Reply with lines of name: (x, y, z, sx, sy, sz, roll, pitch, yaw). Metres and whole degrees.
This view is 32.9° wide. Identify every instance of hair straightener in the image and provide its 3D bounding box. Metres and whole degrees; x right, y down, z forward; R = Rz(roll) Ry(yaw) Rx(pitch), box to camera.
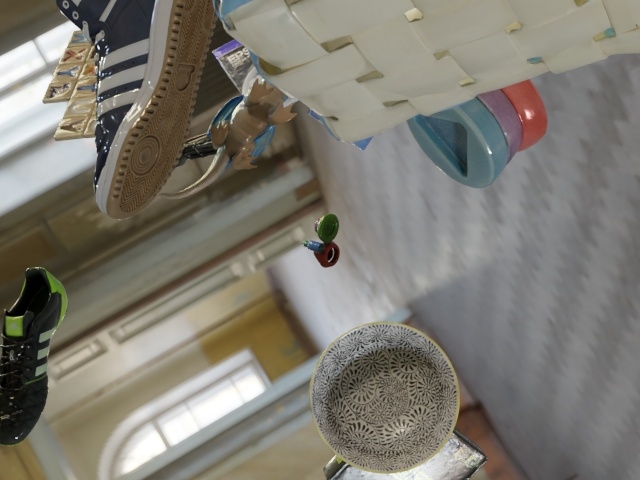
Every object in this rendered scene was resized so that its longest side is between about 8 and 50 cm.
hair straightener: (-0.199, -0.129, 1.642, 0.089, 0.230, 0.047, -62, -44, -59)

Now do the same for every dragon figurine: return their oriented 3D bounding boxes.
dragon figurine: (-0.107, -0.157, 1.523, 0.085, 0.289, 0.144, 38, -176, -9)

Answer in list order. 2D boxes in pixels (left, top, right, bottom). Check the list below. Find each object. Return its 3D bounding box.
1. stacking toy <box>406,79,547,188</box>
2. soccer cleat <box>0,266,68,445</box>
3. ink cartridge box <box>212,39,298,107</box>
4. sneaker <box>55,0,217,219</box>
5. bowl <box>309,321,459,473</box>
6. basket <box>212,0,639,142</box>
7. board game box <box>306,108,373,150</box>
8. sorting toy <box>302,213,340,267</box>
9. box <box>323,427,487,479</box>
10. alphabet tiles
stacking toy: (0.078, -0.189, 1.173, 0.309, 0.130, 0.279, 55, 162, -20)
soccer cleat: (-0.294, 0.111, 1.065, 0.072, 0.060, 0.179, 73, -159, -58)
ink cartridge box: (-0.070, -0.333, 1.926, 0.208, 0.206, 0.045, 56, 173, 35)
sneaker: (-0.214, -0.174, 1.144, 0.153, 0.282, 0.099, 22, -172, 24)
bowl: (0.073, 0.181, 1.255, 0.170, 0.170, 0.080, 59, 178, 7)
basket: (0.053, -0.213, 0.499, 0.201, 0.254, 0.289, 42, -144, -53)
board game box: (0.044, -0.179, 1.416, 0.090, 0.090, 0.020, 32, 180, -17)
sorting toy: (0.000, 0.000, 1.871, 0.042, 0.061, 0.102, 16, 122, 38)
box: (0.133, 0.348, 1.688, 0.190, 0.184, 0.045, 40, -174, -23)
alphabet tiles: (-0.257, -0.211, 1.395, 0.237, 0.198, 0.009, -82, -17, -44)
